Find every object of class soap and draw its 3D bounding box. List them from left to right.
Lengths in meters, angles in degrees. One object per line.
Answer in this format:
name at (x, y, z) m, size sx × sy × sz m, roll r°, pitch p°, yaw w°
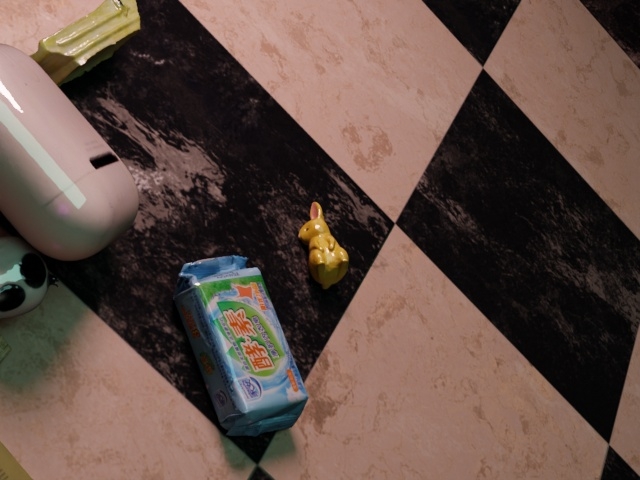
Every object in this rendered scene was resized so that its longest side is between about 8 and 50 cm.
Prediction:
soap at (-0.128, 0.164, 1.770) m, size 0.156 × 0.077 × 0.293 m, roll -9°, pitch 70°, yaw -46°

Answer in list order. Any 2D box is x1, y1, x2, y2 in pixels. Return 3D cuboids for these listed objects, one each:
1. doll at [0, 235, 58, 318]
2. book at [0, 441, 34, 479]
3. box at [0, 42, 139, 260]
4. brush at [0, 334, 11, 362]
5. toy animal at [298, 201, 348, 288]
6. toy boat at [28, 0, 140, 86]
doll at (-0.453, 0.067, 1.502) m, size 0.180 × 0.107 × 0.110 m, roll -26°, pitch 126°, yaw -43°
book at (-0.471, 0.291, 1.408) m, size 0.192 × 0.013 × 0.168 m, roll 52°, pitch 41°, yaw -4°
box at (-0.408, -0.132, 1.589) m, size 0.349 × 0.141 × 0.289 m, roll 50°, pitch 6°, yaw -5°
brush at (-0.472, 0.165, 1.474) m, size 0.051 × 0.014 × 0.164 m, roll 53°, pitch 34°, yaw 0°
toy animal at (-0.002, 0.002, 2.018) m, size 0.070 × 0.083 × 0.159 m, roll -6°, pitch 54°, yaw -17°
toy boat at (-0.379, -0.329, 1.830) m, size 0.084 × 0.111 × 0.276 m, roll 52°, pitch 37°, yaw -12°
